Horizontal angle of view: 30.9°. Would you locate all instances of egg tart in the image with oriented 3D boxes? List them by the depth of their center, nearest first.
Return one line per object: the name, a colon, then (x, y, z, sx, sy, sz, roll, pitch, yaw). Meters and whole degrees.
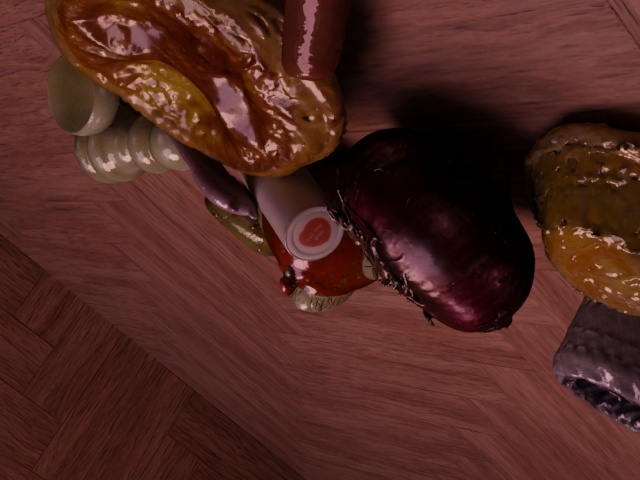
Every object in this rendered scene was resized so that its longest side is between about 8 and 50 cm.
egg tart: (0.375, -0.006, 1.402, 0.341, 0.132, 0.341, 28, 161, 11)
egg tart: (-0.144, -0.263, 1.485, 0.443, 0.178, 0.443, 25, 157, 11)

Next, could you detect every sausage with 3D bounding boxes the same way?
sausage: (0.008, -0.311, 1.195, 0.087, 0.079, 0.327, -114, 25, -43)

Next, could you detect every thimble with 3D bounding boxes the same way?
thimble: (0.454, 0.174, 1.622, 0.245, 0.157, 0.217, 35, 169, -28)

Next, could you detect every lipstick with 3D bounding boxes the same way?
lipstick: (-0.063, -0.089, 1.672, 0.087, 0.087, 0.327, 48, -175, -36)

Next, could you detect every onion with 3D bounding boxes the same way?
onion: (0.165, -0.023, 1.516, 0.314, 0.232, 0.314, 51, -173, -8)

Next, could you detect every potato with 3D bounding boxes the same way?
potato: (-0.129, -0.038, 2.106, 0.188, 0.085, 0.105, 36, -179, -2)

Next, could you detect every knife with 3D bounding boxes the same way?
knife: (-0.209, -0.157, 1.730, 0.132, 0.038, 0.398, 17, -154, -44)

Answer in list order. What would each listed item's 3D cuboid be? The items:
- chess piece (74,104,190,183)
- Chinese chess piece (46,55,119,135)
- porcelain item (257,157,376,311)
chess piece: (-0.289, -0.166, 1.970, 0.251, 0.144, 0.144, 3, 145, 44)
Chinese chess piece: (-0.397, -0.247, 1.937, 0.144, 0.144, 0.058, 14, -165, 39)
porcelain item: (0.000, 0.000, 1.802, 0.253, 0.253, 0.253, 27, 159, 12)
